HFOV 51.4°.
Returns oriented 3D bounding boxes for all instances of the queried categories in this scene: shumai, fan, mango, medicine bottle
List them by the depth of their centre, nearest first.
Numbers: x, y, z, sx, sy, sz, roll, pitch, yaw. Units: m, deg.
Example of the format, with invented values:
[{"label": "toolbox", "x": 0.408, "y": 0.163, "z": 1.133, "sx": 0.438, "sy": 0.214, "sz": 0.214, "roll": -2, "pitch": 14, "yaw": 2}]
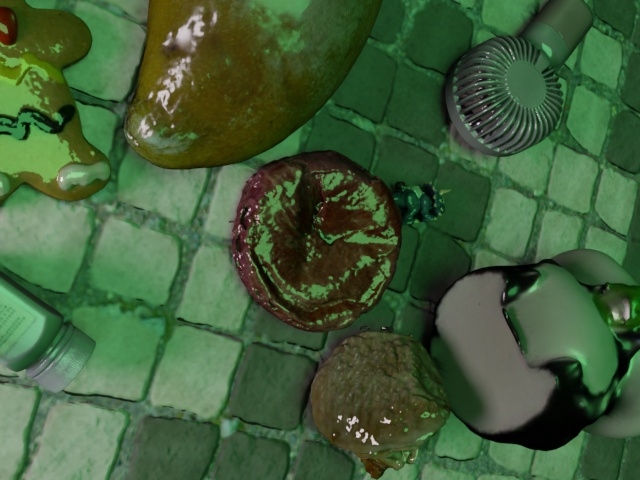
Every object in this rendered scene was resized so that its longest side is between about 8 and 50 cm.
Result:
[{"label": "medicine bottle", "x": -0.239, "y": 0.065, "z": 0.518, "sx": 0.118, "sy": 0.074, "sz": 0.055, "roll": 43, "pitch": 72, "yaw": -23}, {"label": "mango", "x": -0.054, "y": -0.196, "z": 0.570, "sx": 0.193, "sy": 0.146, "sz": 0.316, "roll": 30, "pitch": 85, "yaw": -17}, {"label": "shumai", "x": 0.063, "y": 0.170, "z": 0.665, "sx": 0.145, "sy": 0.146, "sz": 0.116, "roll": -42, "pitch": 133, "yaw": -20}, {"label": "fan", "x": 0.241, "y": -0.201, "z": 0.768, "sx": 0.130, "sy": 0.074, "sz": 0.244, "roll": 46, "pitch": 66, "yaw": -10}]

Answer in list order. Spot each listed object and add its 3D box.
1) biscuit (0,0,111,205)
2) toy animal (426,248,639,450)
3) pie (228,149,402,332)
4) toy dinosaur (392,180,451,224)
[{"label": "biscuit", "x": -0.257, "y": -0.141, "z": 0.526, "sx": 0.158, "sy": 0.035, "sz": 0.240, "roll": -16, "pitch": 99, "yaw": -29}, {"label": "toy animal", "x": 0.266, "y": 0.111, "z": 0.709, "sx": 0.267, "sy": 0.213, "sz": 0.212, "roll": -4, "pitch": 94, "yaw": -24}, {"label": "pie", "x": 0.000, "y": 0.000, "z": 0.656, "sx": 0.183, "sy": 0.050, "sz": 0.182, "roll": 0, "pitch": 90, "yaw": -23}, {"label": "toy dinosaur", "x": 0.102, "y": -0.042, "z": 0.717, "sx": 0.083, "sy": 0.031, "sz": 0.047, "roll": -7, "pitch": 94, "yaw": -28}]
